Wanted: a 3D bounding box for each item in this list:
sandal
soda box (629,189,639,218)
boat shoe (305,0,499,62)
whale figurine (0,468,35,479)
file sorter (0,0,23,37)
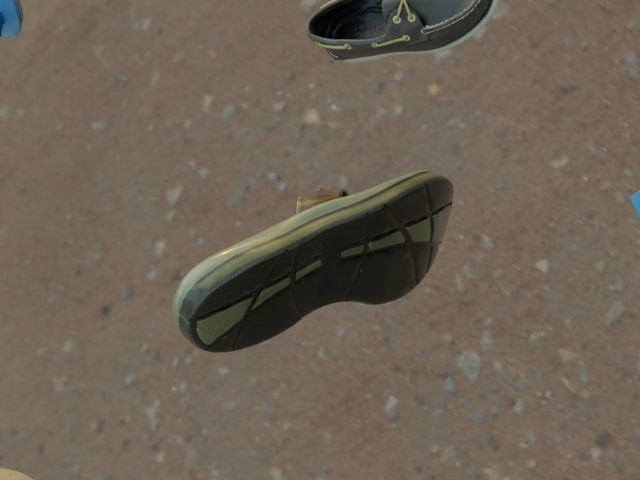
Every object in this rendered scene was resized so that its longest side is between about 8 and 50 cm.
[{"bbox_3d":[-0.001,-0.001,1.000,0.086,0.303,0.120,38,130,37],"label":"sandal"},{"bbox_3d":[0.350,0.029,1.016,0.071,0.210,0.067,-37,18,17],"label":"soda box"},{"bbox_3d":[0.085,-0.244,1.330,0.228,0.069,0.081,-11,76,40],"label":"boat shoe"},{"bbox_3d":[-0.323,0.180,0.846,0.272,0.216,0.141,15,97,19],"label":"whale figurine"},{"bbox_3d":[-0.154,-0.100,0.299,0.118,0.170,0.104,-8,38,-3],"label":"file sorter"}]
